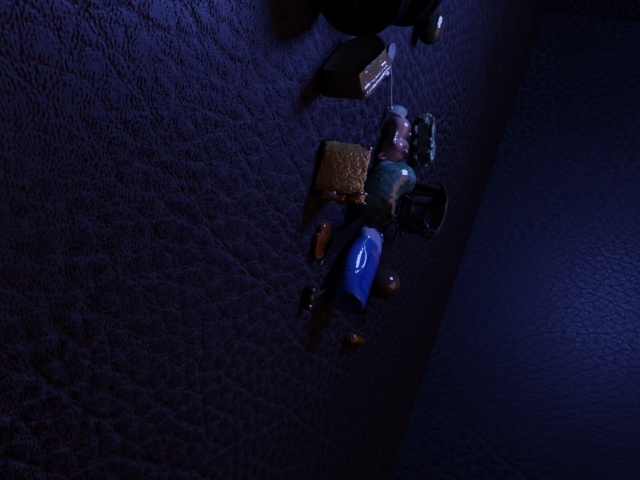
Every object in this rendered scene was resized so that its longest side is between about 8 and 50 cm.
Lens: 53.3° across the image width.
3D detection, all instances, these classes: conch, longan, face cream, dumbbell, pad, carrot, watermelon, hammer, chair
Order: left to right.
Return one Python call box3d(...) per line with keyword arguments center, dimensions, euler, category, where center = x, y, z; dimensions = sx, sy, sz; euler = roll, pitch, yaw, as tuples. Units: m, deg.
box3d(center=(0.022, 0.125, 1.679), dimensions=(0.292, 0.029, 0.058), euler=(-17, 123, -67), category="hammer")
box3d(center=(0.071, -0.016, 1.630), dimensions=(0.193, 0.004, 0.116), euler=(-38, 163, -43), category="pad")
box3d(center=(0.119, 0.316, 2.026), dimensions=(0.190, 0.037, 0.037), euler=(36, 71, -69), category="carrot")
box3d(center=(0.109, 0.068, 1.740), dimensions=(0.149, 0.083, 0.263), euler=(72, 31, -44), category="face cream")
box3d(center=(0.195, 0.141, 2.021), dimensions=(0.119, 0.106, 0.106), euler=(-30, 154, 4), category="longan")
box3d(center=(0.128, -0.512, 1.271), dimensions=(0.388, 0.185, 0.185), euler=(-40, 141, -55), category="dumbbell")
box3d(center=(0.176, -0.140, 1.736), dimensions=(0.188, 0.122, 0.176), euler=(-52, 177, -44), category="conch")
box3d(center=(0.307, -0.091, 2.005), dimensions=(0.326, 0.183, 0.175), euler=(21, 86, -67), category="chair")
box3d(center=(0.312, -0.604, 1.801), dimensions=(0.078, 0.078, 0.110), euler=(7, 98, -68), category="watermelon")

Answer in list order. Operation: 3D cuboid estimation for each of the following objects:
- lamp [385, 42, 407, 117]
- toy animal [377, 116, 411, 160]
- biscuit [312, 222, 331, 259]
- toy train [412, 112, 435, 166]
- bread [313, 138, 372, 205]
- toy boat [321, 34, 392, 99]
box3d(center=(0.201, -0.425, 1.694), dimensions=(0.050, 0.056, 0.198), euler=(-49, 144, -42), category="lamp")
box3d(center=(0.212, -0.286, 1.790), dimensions=(0.084, 0.089, 0.150), euler=(20, 89, -37), category="toy animal")
box3d(center=(0.000, 0.000, 1.544), dimensions=(0.091, 0.015, 0.078), euler=(-70, 156, -11), category="biscuit")
box3d(center=(0.341, -0.333, 2.078), dimensions=(0.118, 0.074, 0.175), euler=(-61, 152, -53), category="toy train")
box3d(center=(0.045, -0.160, 1.483), dimensions=(0.152, 0.127, 0.147), euler=(-134, -127, -76), category="bread")
box3d(center=(0.084, -0.376, 1.354), dimensions=(0.188, 0.116, 0.061), euler=(-56, 145, -36), category="toy boat")
